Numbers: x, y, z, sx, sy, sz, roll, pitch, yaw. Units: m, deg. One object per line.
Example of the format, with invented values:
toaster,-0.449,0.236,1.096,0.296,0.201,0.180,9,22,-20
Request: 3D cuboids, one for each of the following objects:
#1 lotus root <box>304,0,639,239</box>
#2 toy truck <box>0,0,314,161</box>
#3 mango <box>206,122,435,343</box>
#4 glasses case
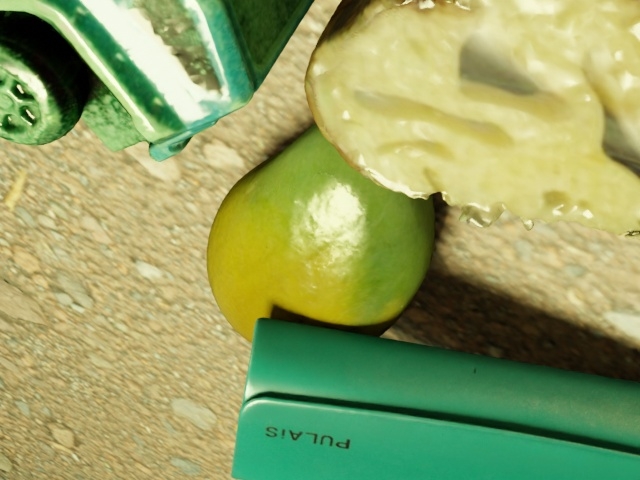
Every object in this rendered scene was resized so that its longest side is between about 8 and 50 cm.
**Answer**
lotus root,0.113,-0.076,0.641,0.261,0.074,0.170,9,137,31
toy truck,-0.130,-0.174,0.651,0.156,0.155,0.279,-18,121,40
mango,0.000,0.000,0.822,0.130,0.092,0.194,30,138,9
glasses case,0.101,0.123,0.824,0.301,0.070,0.117,11,144,1
